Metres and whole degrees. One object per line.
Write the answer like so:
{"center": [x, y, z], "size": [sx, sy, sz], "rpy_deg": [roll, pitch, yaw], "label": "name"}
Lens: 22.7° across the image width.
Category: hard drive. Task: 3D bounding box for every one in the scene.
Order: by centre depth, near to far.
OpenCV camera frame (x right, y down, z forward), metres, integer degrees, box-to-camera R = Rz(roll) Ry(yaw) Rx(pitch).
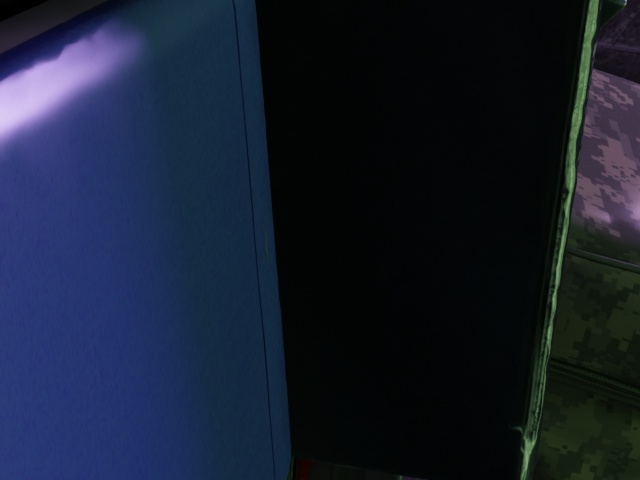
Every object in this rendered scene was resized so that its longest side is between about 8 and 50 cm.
{"center": [-0.065, 0.044, 0.441], "size": [0.318, 0.040, 0.210], "rpy_deg": [-58, 145, -69], "label": "hard drive"}

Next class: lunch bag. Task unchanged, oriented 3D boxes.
{"center": [0.168, 0.044, 1.116], "size": [0.305, 0.213, 0.256], "rpy_deg": [-85, -163, -59], "label": "lunch bag"}

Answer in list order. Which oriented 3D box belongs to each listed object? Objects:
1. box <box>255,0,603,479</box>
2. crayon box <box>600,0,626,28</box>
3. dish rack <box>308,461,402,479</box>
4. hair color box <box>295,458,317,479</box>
{"center": [0.039, -0.076, 0.752], "size": [0.296, 0.183, 0.294], "rpy_deg": [-50, 146, -75], "label": "box"}
{"center": [0.205, -0.374, 1.602], "size": [0.083, 0.203, 0.323], "rpy_deg": [-45, -149, 51], "label": "crayon box"}
{"center": [0.036, 0.055, 1.246], "size": [0.285, 0.072, 0.333], "rpy_deg": [-86, -178, -61], "label": "dish rack"}
{"center": [0.012, 0.208, 1.456], "size": [0.167, 0.053, 0.093], "rpy_deg": [-59, 155, -70], "label": "hair color box"}
